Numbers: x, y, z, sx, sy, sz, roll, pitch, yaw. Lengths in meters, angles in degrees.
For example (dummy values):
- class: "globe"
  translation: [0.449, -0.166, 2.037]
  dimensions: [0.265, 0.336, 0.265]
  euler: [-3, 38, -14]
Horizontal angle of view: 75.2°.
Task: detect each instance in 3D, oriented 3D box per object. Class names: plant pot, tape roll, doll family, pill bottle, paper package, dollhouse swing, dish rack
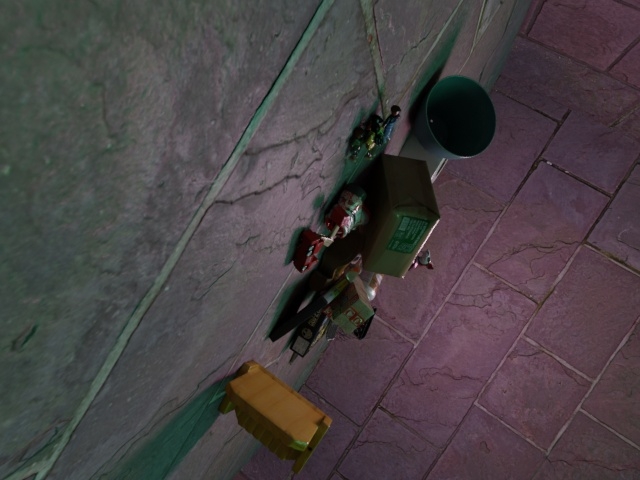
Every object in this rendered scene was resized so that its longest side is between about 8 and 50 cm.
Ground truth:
- class: "plant pot"
  translation: [0.465, -0.428, 1.536]
  dimensions: [0.290, 0.290, 0.195]
  euler: [-54, -168, -13]
- class: "tape roll"
  translation: [0.452, -0.369, 1.769]
  dimensions: [0.246, 0.169, 0.246]
  euler: [-53, 167, -18]
- class: "doll family"
  translation: [0.145, -0.283, 1.081]
  dimensions: [0.193, 0.075, 0.112]
  euler: [-54, 163, -35]
- class: "pill bottle"
  translation: [0.202, 0.207, 1.924]
  dimensions: [0.131, 0.131, 0.229]
  euler: [99, 18, -61]
- class: "paper package"
  translation: [0.255, -0.085, 1.448]
  dimensions: [0.325, 0.167, 0.310]
  euler: [109, -15, -47]
- class: "dollhouse swing"
  translation: [-0.186, 0.607, 1.338]
  dimensions: [0.315, 0.346, 0.305]
  euler: [-60, 167, 15]
- class: "dish rack"
  translation: [0.150, 0.420, 2.103]
  dimensions: [0.271, 0.074, 0.209]
  euler: [0, 116, -45]

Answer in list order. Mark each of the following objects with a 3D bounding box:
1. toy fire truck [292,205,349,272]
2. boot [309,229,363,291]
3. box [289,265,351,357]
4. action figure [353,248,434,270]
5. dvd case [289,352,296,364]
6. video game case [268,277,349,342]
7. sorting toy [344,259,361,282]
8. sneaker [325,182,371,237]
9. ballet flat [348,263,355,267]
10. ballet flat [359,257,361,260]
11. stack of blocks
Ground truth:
- class: "toy fire truck"
  translation: [0.000, 0.000, 1.174]
  dimensions: [0.135, 0.047, 0.192]
  euler: [-23, 148, -35]
- class: "boot"
  translation: [0.080, 0.077, 1.586]
  dimensions: [0.284, 0.109, 0.220]
  euler: [-58, 166, 11]
- class: "box"
  translation: [0.021, 0.333, 2.006]
  dimensions: [0.395, 0.097, 0.318]
  euler: [-64, 167, 22]
- class: "action figure"
  translation: [0.320, 0.043, 1.803]
  dimensions: [0.276, 0.369, 0.248]
  euler: [-57, 168, -5]
- class: "dvd case"
  translation: [-0.099, 0.579, 2.319]
  dimensions: [0.164, 0.018, 0.222]
  euler: [-44, 161, -49]
- class: "video game case"
  translation: [-0.037, 0.255, 1.546]
  dimensions: [0.274, 0.035, 0.248]
  euler: [-39, 175, 24]
- class: "sorting toy"
  translation: [0.131, 0.108, 1.585]
  dimensions: [0.075, 0.044, 0.083]
  euler: [-55, 176, -36]
- class: "sneaker"
  translation: [0.085, -0.068, 1.321]
  dimensions: [0.145, 0.090, 0.270]
  euler: [-54, 163, -8]
- class: "ballet flat"
  translation: [0.184, 0.167, 2.269]
  dimensions: [0.074, 0.074, 0.203]
  euler: [-58, 167, 4]
- class: "ballet flat"
  translation: [0.271, 0.083, 2.459]
  dimensions: [0.168, 0.057, 0.052]
  euler: [-58, 140, -13]
- class: "stack of blocks"
  translation: [0.095, 0.242, 1.633]
  dimensions: [0.171, 0.087, 0.297]
  euler: [-43, -164, 10]
